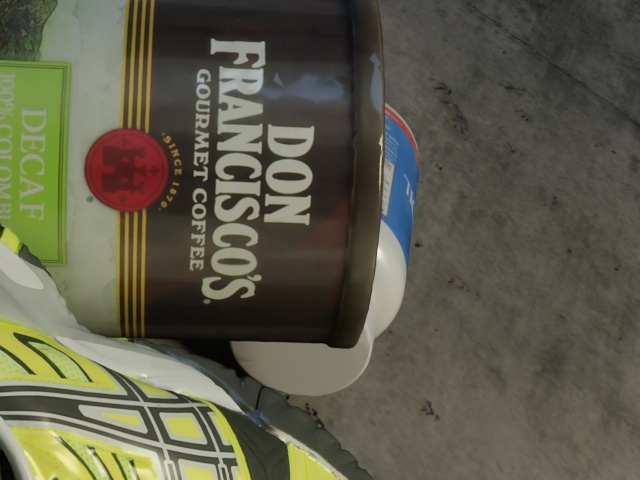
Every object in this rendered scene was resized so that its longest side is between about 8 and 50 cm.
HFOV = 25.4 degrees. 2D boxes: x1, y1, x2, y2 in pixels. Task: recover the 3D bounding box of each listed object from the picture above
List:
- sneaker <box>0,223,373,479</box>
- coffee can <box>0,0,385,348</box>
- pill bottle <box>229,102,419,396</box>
[{"bbox_3d":[-0.116,0.121,0.671,0.384,0.145,0.147,33,29,-25],"label":"sneaker"},{"bbox_3d":[-0.115,-0.045,0.765,0.275,0.202,0.202,2,42,-6],"label":"coffee can"},{"bbox_3d":[0.000,0.000,0.966,0.124,0.124,0.221,29,36,-12],"label":"pill bottle"}]
